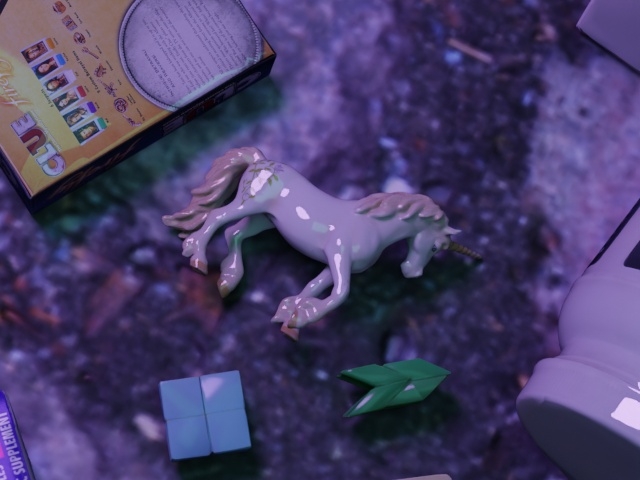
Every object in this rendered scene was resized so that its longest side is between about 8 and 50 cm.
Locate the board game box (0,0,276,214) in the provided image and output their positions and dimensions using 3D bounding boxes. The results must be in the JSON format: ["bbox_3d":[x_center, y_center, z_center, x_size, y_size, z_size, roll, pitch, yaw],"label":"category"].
[{"bbox_3d":[-0.160,-0.160,1.139,0.165,0.042,0.243,-31,83,-13],"label":"board game box"}]

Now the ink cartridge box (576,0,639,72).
[{"bbox_3d":[0.250,-0.206,1.140,0.092,0.158,0.218,31,75,3],"label":"ink cartridge box"}]

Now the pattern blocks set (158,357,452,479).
[{"bbox_3d":[0.015,0.225,1.083,0.285,0.026,0.324,2,78,-6],"label":"pattern blocks set"}]

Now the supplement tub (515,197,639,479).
[{"bbox_3d":[0.251,0.031,1.072,0.191,0.191,0.272,38,76,2],"label":"supplement tub"}]

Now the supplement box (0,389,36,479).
[{"bbox_3d":[-0.244,0.174,1.011,0.220,0.114,0.111,-18,66,-9],"label":"supplement box"}]

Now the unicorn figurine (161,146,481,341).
[{"bbox_3d":[0.000,0.000,1.114,0.162,0.060,0.111,36,76,1],"label":"unicorn figurine"}]
